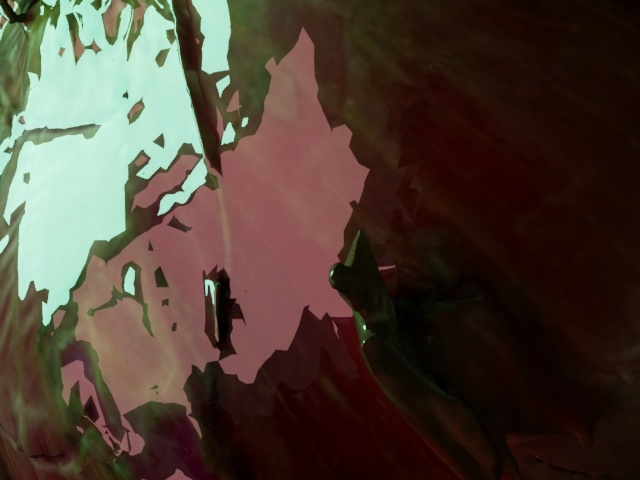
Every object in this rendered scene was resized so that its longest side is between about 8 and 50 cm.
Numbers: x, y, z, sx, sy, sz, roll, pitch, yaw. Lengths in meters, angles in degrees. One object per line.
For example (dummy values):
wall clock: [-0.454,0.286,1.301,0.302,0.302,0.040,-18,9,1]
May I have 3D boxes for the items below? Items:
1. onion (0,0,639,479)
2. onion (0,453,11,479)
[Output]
onion: [0.018,-0.024,0.631,0.353,0.353,0.354,30,126,54]
onion: [-0.250,0.048,1.174,0.276,0.276,0.276,30,126,54]
